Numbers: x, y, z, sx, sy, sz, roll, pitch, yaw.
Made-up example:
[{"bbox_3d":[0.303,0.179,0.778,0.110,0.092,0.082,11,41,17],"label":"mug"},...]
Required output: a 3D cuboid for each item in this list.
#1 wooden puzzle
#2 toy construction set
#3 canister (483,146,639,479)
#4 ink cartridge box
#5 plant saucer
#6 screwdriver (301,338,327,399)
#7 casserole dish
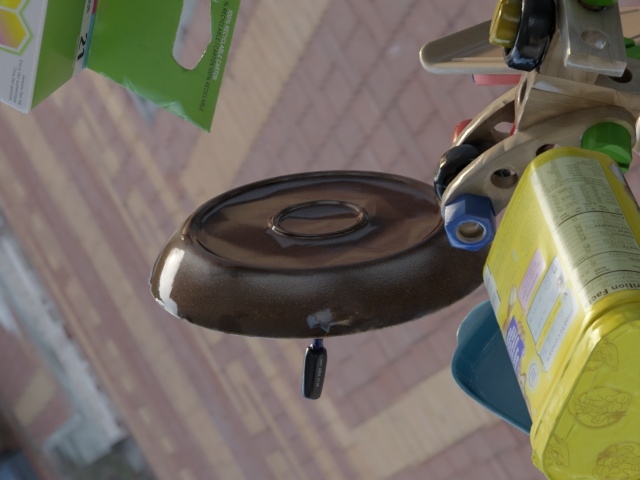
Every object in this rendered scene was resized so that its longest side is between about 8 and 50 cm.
[{"bbox_3d":[0.249,-0.184,1.634,0.238,0.221,0.044,13,119,48],"label":"wooden puzzle"},{"bbox_3d":[0.238,-0.118,1.251,0.257,0.309,0.237,23,133,17],"label":"toy construction set"},{"bbox_3d":[0.152,0.040,0.984,0.170,0.073,0.126,-103,27,-52],"label":"canister"},{"bbox_3d":[-0.202,-0.194,1.392,0.255,0.097,0.189,28,130,13],"label":"ink cartridge box"},{"bbox_3d":[0.000,0.000,1.526,0.310,0.310,0.050,35,134,57],"label":"plant saucer"},{"bbox_3d":[-0.003,0.068,1.603,0.024,0.025,0.170,-102,14,-75],"label":"screwdriver"},{"bbox_3d":[0.186,0.105,1.287,0.188,0.114,0.037,29,160,34],"label":"casserole dish"}]
